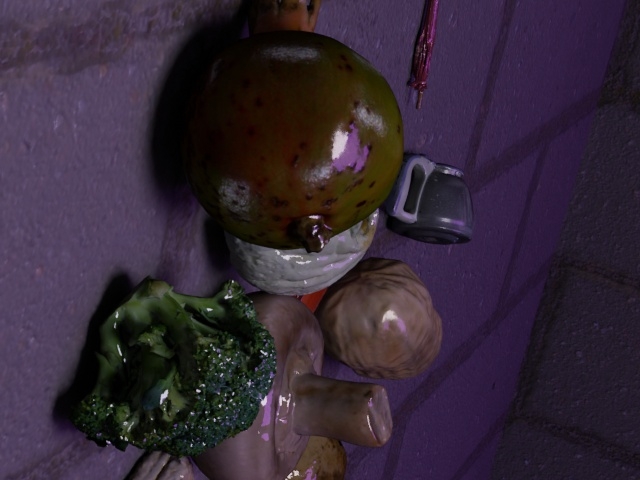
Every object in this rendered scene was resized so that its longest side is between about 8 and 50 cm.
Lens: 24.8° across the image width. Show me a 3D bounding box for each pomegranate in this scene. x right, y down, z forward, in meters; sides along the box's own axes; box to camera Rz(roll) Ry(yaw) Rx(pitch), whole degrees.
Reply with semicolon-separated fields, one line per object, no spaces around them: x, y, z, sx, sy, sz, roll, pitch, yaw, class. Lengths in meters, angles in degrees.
-0.018;-0.113;1.259;0.198;0.198;0.246;47;62;-70;pomegranate

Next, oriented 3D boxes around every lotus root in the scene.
-0.055;0.283;1.687;0.214;0.138;0.138;-45;151;-31;lotus root

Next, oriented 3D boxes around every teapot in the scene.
0.140;-0.056;1.968;0.111;0.149;0.108;164;-64;-65;teapot

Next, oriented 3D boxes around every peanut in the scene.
0.079;0.104;1.850;0.152;0.152;0.313;-68;162;-7;peanut

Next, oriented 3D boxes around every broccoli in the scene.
-0.126;0.113;1.269;0.195;0.156;0.195;-41;-168;10;broccoli

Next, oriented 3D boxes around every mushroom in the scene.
-0.031;0.157;1.459;0.207;0.215;0.207;8;90;-68;mushroom

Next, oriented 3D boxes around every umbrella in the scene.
0.132;-0.243;1.827;0.027;0.025;0.165;-18;125;-44;umbrella

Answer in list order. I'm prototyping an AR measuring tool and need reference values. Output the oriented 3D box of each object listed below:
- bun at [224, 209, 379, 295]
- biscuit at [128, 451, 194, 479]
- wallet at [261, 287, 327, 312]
-0.007;-0.047;1.428;0.204;0.126;0.213;-42;136;-61;bun
-0.194;0.314;1.400;0.108;0.061;0.239;88;26;-44;biscuit
0.000;0.000;1.662;0.204;0.045;0.142;-60;160;-28;wallet
